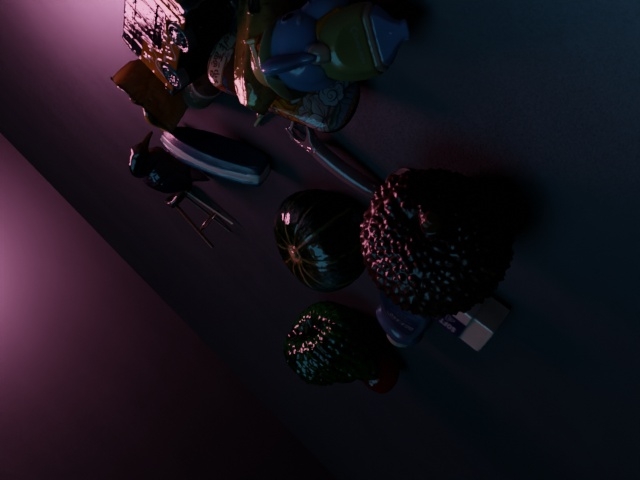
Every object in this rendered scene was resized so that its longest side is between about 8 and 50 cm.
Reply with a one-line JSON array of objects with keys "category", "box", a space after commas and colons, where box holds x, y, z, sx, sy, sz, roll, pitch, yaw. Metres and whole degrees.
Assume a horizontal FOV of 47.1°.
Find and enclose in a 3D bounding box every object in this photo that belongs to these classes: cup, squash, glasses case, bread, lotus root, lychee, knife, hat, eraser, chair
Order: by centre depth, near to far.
[{"category": "lotus root", "box": [-0.101, -0.353, 1.301, 0.110, 0.097, 0.258, 20, 106, 56]}, {"category": "lychee", "box": [0.205, 0.003, 1.306, 0.276, 0.275, 0.304, 35, 170, 18]}, {"category": "glasses case", "box": [-0.074, -0.300, 1.381, 0.321, 0.122, 0.082, 26, -175, 23]}, {"category": "knife", "box": [0.030, -0.166, 1.551, 0.278, 0.053, 0.123, 42, 161, 7]}, {"category": "eraser", "box": [0.264, 0.112, 1.594, 0.279, 0.081, 0.124, 38, 154, 13]}, {"category": "cup", "box": [-0.282, -0.358, 1.687, 0.102, 0.074, 0.099, 48, 155, -10]}, {"category": "squash", "box": [0.000, 0.000, 1.717, 0.252, 0.165, 0.252, 42, 149, 32]}, {"category": "bread", "box": [-0.400, -0.367, 1.785, 0.174, 0.133, 0.251, 47, 179, -29]}, {"category": "hat", "box": [0.076, 0.339, 2.086, 0.332, 0.242, 0.274, 38, 171, -19]}, {"category": "chair", "box": [-0.368, -0.090, 2.235, 0.222, 0.104, 0.095, 38, 130, 2]}]

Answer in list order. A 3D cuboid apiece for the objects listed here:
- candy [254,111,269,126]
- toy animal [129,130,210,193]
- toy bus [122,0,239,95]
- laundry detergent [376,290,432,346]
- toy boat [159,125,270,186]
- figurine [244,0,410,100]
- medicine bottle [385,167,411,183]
[{"category": "candy", "box": [-0.114, -0.288, 1.569, 0.084, 0.078, 0.288, 69, 163, -1]}, {"category": "toy animal", "box": [-0.401, -0.209, 1.978, 0.122, 0.185, 0.298, 30, 171, 18]}, {"category": "toy bus", "box": [-0.275, -0.449, 1.433, 0.194, 0.162, 0.323, 46, 157, 1]}, {"category": "laundry detergent", "box": [0.203, 0.184, 1.787, 0.143, 0.094, 0.289, 32, 153, 15]}, {"category": "toy boat", "box": [-0.268, -0.218, 1.814, 0.299, 0.096, 0.061, 20, 142, 12]}, {"category": "figurine", "box": [0.012, -0.315, 1.181, 0.262, 0.180, 0.153, -13, 138, 12]}, {"category": "medicine bottle", "box": [0.194, -0.052, 1.471, 0.058, 0.057, 0.199, 12, 141, 49]}]
